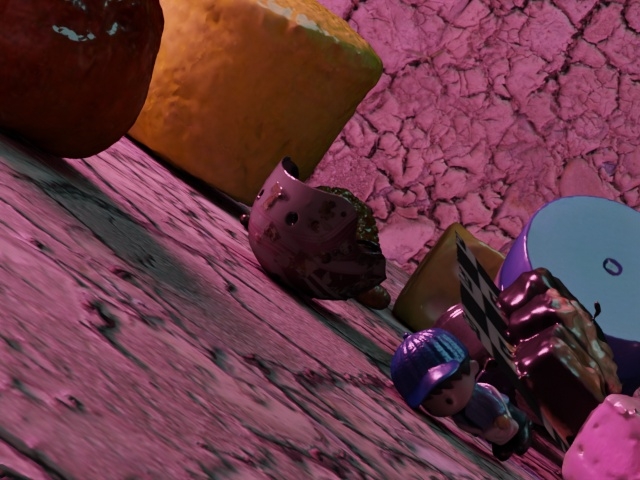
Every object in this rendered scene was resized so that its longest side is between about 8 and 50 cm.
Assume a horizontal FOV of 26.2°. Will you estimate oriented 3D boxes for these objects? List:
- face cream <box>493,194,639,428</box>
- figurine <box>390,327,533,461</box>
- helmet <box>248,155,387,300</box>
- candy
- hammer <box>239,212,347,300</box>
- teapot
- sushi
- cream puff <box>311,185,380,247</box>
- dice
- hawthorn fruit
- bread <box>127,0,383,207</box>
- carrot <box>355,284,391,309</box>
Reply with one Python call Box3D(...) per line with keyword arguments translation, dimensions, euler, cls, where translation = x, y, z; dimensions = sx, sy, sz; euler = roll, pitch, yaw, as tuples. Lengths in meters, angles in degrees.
Box3D(translation=(0.343, 0.100, 1.834), dimensions=(0.249, 0.225, 0.249), euler=(11, 49, -13), cls="face cream")
Box3D(translation=(0.133, 0.142, 1.269), dimensions=(0.149, 0.087, 0.086), euler=(35, -34, -18), cls="figurine")
Box3D(translation=(-0.014, 0.006, 1.490), dimensions=(0.153, 0.107, 0.177), euler=(34, -17, 47), cls="helmet")
Box3D(translation=(0.374, 0.242, 1.307), dimensions=(0.265, 0.116, 0.155), euler=(14, 26, -32), cls="candy")
Box3D(translation=(-0.030, 0.021, 1.784), dimensions=(0.178, 0.021, 0.065), euler=(36, 3, 14), cls="hammer")
Box3D(translation=(0.193, 0.154, 1.667), dimensions=(0.111, 0.149, 0.108), euler=(-7, 40, -22), cls="teapot")
Box3D(translation=(0.277, 0.117, 1.529), dimensions=(0.296, 0.100, 0.373), euler=(53, 12, -7), cls="sushi")
Box3D(translation=(0.019, -0.016, 1.964), dimensions=(0.150, 0.115, 0.165), euler=(38, 1, -18), cls="cream puff")
Box3D(translation=(0.219, 0.085, 2.061), dimensions=(0.169, 0.169, 0.166), euler=(35, 3, 1), cls="dice")
Box3D(translation=(-0.220, -0.205, 1.212), dimensions=(0.207, 0.243, 0.207), euler=(37, 5, -4), cls="hawthorn fruit")
Box3D(translation=(-0.118, -0.228, 1.958), dimensions=(0.348, 0.308, 0.348), euler=(31, 9, -6), cls="bread")
Box3D(translation=(0.026, 0.046, 1.880), dimensions=(0.165, 0.035, 0.035), euler=(32, 4, -9), cls="carrot")
